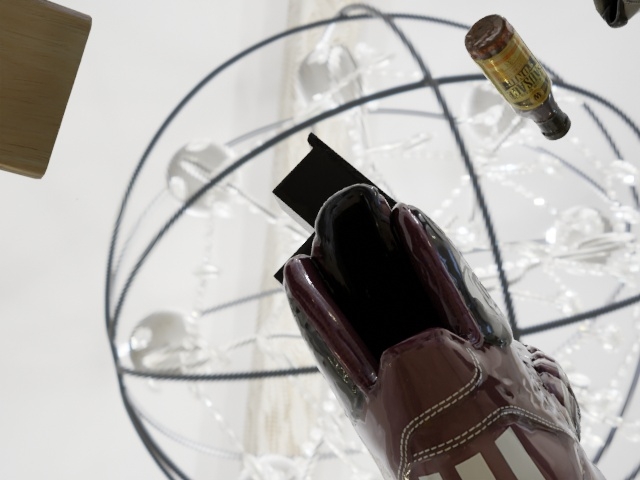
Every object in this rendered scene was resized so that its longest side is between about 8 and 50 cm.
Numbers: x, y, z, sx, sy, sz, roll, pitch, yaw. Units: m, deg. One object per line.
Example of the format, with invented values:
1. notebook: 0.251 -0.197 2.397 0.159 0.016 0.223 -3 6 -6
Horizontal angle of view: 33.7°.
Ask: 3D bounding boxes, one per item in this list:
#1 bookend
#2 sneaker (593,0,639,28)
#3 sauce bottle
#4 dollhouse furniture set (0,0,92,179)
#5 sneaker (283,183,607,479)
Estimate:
1. bookend: 0.000 0.000 1.106 0.156 0.072 0.157 40 -97 17
2. sneaker: 0.369 -0.250 1.145 0.229 0.086 0.132 44 -115 -1
3. sauce bottle: 0.164 -0.128 0.854 0.128 0.042 0.042 39 -97 -37
4. dollhouse furniture set: -0.197 -0.083 0.373 0.242 0.161 0.212 15 -84 -33
5. sneaker: 0.048 0.042 0.487 0.106 0.281 0.162 -30 -81 0
